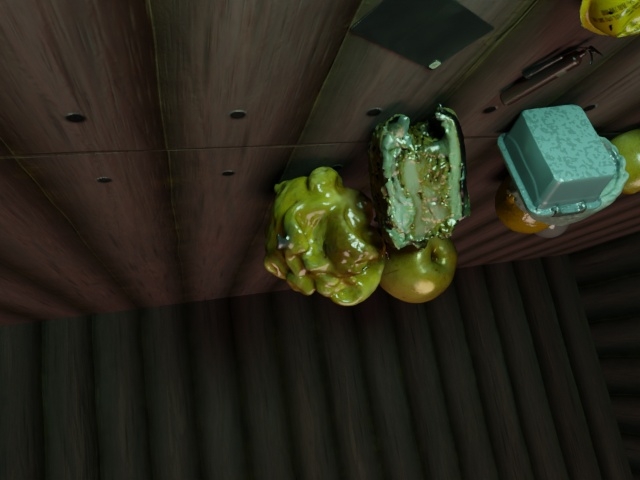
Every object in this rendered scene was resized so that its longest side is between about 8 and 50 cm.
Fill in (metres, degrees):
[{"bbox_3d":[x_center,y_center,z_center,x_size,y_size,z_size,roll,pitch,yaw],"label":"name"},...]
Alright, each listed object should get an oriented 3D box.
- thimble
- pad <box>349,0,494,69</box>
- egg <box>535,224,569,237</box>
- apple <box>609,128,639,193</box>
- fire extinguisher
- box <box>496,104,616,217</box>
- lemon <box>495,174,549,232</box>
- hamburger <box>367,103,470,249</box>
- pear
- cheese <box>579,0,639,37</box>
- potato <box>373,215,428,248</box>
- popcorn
[{"bbox_3d":[0.600,-0.147,1.150,0.250,0.205,0.172,-7,168,-17],"label":"thimble"},{"bbox_3d":[0.145,-0.293,0.658,0.193,0.004,0.116,4,160,-43],"label":"pad"},{"bbox_3d":[0.817,-0.085,1.696,0.146,0.146,0.198,-13,159,16],"label":"egg"},{"bbox_3d":[0.805,-0.197,1.198,0.182,0.155,0.182,-10,164,-3],"label":"apple"},{"bbox_3d":[0.380,-0.286,0.805,0.049,0.035,0.173,39,145,-19],"label":"fire extinguisher"},{"bbox_3d":[0.484,-0.167,0.980,0.162,0.227,0.130,-8,150,-5],"label":"box"},{"bbox_3d":[0.586,-0.112,1.333,0.186,0.187,0.244,-18,160,33],"label":"lemon"},{"bbox_3d":[0.187,-0.125,0.955,0.167,0.288,0.192,-12,-160,-5],"label":"hamburger"},{"bbox_3d":[0.350,0.081,1.749,0.314,0.314,0.314,-9,167,-2],"label":"pear"},{"bbox_3d":[0.381,-0.323,0.575,0.250,0.064,0.156,12,156,-34],"label":"cheese"},{"bbox_3d":[0.270,-0.062,1.473,0.111,0.160,0.271,-58,155,10],"label":"potato"},{"bbox_3d":[-0.003,-0.017,1.081,0.315,0.297,0.281,20,-158,34],"label":"popcorn"}]
